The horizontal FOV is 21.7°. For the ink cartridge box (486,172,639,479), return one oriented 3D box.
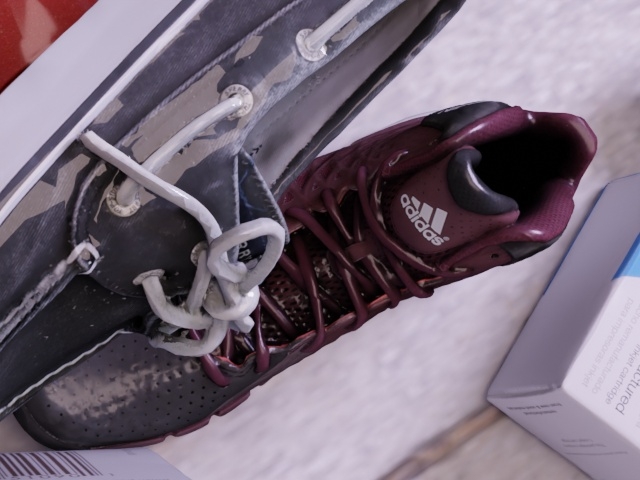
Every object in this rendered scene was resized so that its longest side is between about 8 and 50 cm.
[{"bbox_3d":[0.201,0.073,0.835,0.191,0.082,0.139,36,71,-12],"label":"ink cartridge box"}]

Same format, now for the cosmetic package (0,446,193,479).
[{"bbox_3d":[-0.123,0.182,0.638,0.151,0.151,0.183,0,93,-19],"label":"cosmetic package"}]

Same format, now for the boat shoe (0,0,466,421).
[{"bbox_3d":[-0.055,-0.015,0.601,0.105,0.113,0.306,38,74,13],"label":"boat shoe"}]

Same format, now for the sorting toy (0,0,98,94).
[{"bbox_3d":[0.014,-0.099,0.710,0.365,0.127,0.126,-34,67,-9],"label":"sorting toy"}]

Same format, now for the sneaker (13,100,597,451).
[{"bbox_3d":[0.000,0.000,0.721,0.281,0.162,0.106,-28,93,-23],"label":"sneaker"}]
